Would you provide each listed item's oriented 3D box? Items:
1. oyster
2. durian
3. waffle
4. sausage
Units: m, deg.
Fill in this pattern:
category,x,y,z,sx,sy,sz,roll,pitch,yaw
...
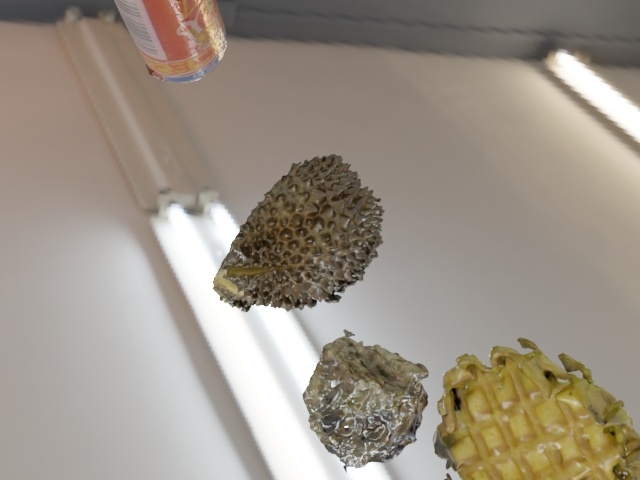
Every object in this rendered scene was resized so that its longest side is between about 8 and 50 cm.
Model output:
category,x,y,z,sx,sy,sz,roll,pitch,yaw
oyster,0.041,0.133,1.098,0.105,0.177,0.056,-41,-133,-10
durian,0.000,0.003,0.817,0.071,0.110,0.140,39,-144,10
waffle,0.231,0.245,1.386,0.280,0.262,0.060,22,-156,34
sausage,-0.118,-0.194,0.927,0.074,0.074,0.274,19,166,10
